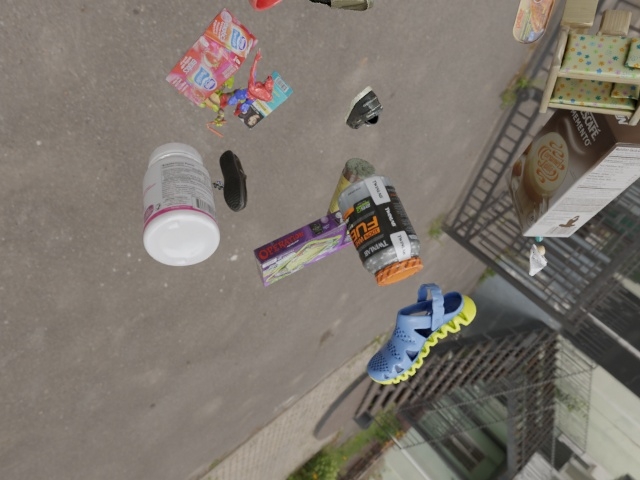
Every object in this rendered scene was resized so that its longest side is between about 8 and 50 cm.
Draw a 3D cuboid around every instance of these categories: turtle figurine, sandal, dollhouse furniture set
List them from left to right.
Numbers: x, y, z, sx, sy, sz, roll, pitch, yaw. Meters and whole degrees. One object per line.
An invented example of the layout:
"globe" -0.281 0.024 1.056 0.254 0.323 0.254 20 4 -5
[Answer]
"turtle figurine" -0.367 -0.507 1.676 0.270 0.217 0.087 60 41 -31
"sandal" 0.229 0.220 1.171 0.317 0.126 0.138 -44 115 -3
"dollhouse furniture set" 0.374 -0.232 0.546 0.101 0.181 0.161 52 54 -66

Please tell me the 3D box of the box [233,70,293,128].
"box" -0.223 -0.531 1.792 0.244 0.100 0.060 -26 -153 43

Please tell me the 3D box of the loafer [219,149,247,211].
"loafer" -0.266 -0.191 1.524 0.080 0.220 0.078 -25 156 30

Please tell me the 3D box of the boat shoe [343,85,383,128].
"boat shoe" 0.116 -0.335 1.265 0.084 0.079 0.233 -45 -178 -3

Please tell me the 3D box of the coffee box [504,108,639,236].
"coffee box" 0.420 -0.127 0.772 0.098 0.141 0.246 1 149 -10

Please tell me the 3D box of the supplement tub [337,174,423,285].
"supplement tub" 0.115 -0.018 0.894 0.117 0.190 0.117 -20 162 -7

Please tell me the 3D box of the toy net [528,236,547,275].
"toy net" 0.625 -0.006 1.317 0.122 0.045 0.232 56 49 -38

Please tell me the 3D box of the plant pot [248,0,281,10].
"plant pot" -0.137 -0.763 1.161 0.275 0.243 0.275 -38 -169 9

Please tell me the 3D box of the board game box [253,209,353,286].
"board game box" 0.000 0.000 1.194 0.346 0.056 0.208 -26 160 -13

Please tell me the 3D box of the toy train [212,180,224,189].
"toy train" -0.408 -0.227 2.085 0.158 0.027 0.036 25 64 -37

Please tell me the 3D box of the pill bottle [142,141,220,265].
"pill bottle" -0.329 -0.093 1.092 0.160 0.283 0.160 -11 137 -10

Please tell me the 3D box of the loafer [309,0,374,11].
"loafer" 0.065 -0.844 1.645 0.094 0.251 0.087 74 37 -62

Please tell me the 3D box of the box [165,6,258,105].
"box" -0.304 -0.498 1.299 0.256 0.122 0.128 -15 -137 50

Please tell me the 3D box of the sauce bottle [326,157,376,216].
"sauce bottle" 0.086 -0.112 1.586 0.111 0.111 0.344 -25 149 -37

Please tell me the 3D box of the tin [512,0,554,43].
"tin" 0.710 -0.758 1.573 0.190 0.106 0.040 87 11 -49

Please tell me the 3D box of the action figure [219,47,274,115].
"action figure" -0.205 -0.472 1.417 0.091 0.280 0.139 20 83 -33
